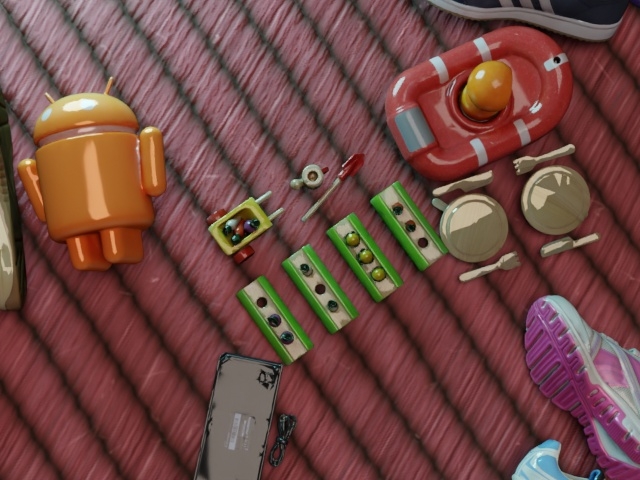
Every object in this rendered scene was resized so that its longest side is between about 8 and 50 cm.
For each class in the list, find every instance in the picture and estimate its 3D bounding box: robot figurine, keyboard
[{"bbox_3d":[-0.266,-0.075,1.238,0.128,0.158,0.219,-6,83,-36],"label":"robot figurine"},{"bbox_3d":[-0.085,0.232,1.273,0.108,0.023,0.180,11,83,2],"label":"keyboard"}]

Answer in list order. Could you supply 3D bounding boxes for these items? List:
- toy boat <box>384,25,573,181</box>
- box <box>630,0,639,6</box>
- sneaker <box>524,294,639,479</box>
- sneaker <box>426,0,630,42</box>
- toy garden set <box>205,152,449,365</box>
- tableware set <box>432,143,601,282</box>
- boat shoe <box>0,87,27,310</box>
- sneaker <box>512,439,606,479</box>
[{"bbox_3d":[0.199,-0.175,1.283,0.231,0.151,0.151,-26,87,-8],"label":"toy boat"},{"bbox_3d":[0.415,-0.426,1.382,0.293,0.057,0.201,29,81,-2],"label":"box"},{"bbox_3d":[0.346,0.171,1.290,0.111,0.103,0.252,-25,76,-33],"label":"sneaker"},{"bbox_3d":[0.258,-0.343,1.298,0.282,0.153,0.099,11,54,-8],"label":"sneaker"},{"bbox_3d":[0.000,0.000,1.285,0.244,0.049,0.204,-35,86,-4],"label":"toy garden set"},{"bbox_3d":[0.240,-0.035,1.330,0.194,0.039,0.128,-18,97,-2],"label":"tableware set"},{"bbox_3d":[-0.423,-0.081,1.230,0.123,0.123,0.342,-8,90,-8],"label":"boat shoe"},{"bbox_3d":[0.339,0.334,1.269,0.237,0.085,0.086,41,91,0],"label":"sneaker"}]
